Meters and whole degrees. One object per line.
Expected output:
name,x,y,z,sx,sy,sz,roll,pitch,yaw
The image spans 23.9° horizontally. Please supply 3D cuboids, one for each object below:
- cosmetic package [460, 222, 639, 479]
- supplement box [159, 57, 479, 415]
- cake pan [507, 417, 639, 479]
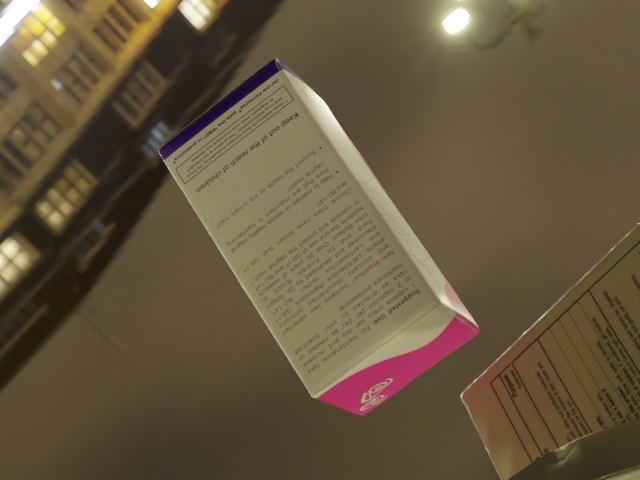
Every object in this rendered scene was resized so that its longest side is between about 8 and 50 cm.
cosmetic package,0.256,0.077,1.019,0.296,0.129,0.153,-46,-131,26
supplement box,0.000,0.000,1.069,0.114,0.220,0.111,-38,157,8
cake pan,0.193,0.198,0.829,0.293,0.293,0.054,-35,-144,20
